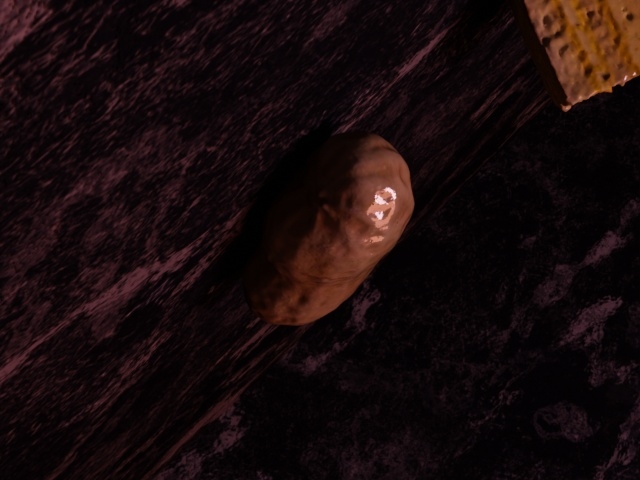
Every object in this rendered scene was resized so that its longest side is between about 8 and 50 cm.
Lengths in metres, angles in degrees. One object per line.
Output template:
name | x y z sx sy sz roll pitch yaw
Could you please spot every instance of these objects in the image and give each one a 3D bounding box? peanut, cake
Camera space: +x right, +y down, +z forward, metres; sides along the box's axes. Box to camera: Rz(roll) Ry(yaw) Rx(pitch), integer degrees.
peanut | 0.000 0.000 1.405 0.192 0.169 0.387 -31 164 -37
cake | 0.436 -0.344 1.457 0.286 0.227 0.222 -24 -176 10
